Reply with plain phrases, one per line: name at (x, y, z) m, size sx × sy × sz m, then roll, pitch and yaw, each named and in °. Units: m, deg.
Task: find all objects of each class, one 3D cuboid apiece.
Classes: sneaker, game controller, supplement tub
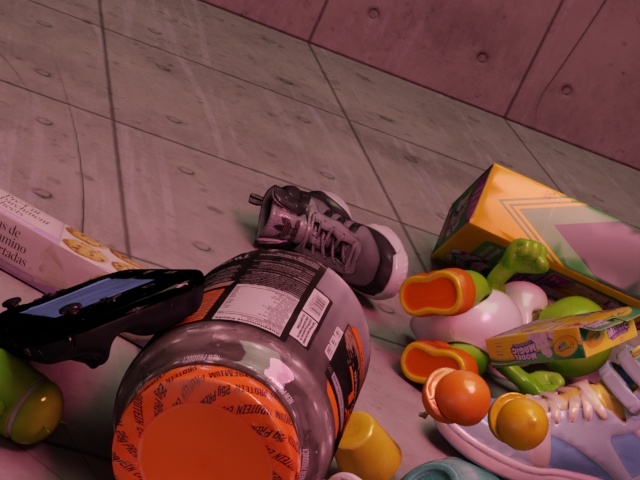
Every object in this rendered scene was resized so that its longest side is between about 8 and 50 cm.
sneaker at (0.306, 0.190, 1.844) m, size 0.319 × 0.208 × 0.127 m, roll 18°, pitch 22°, yaw -19°
game controller at (-0.220, 0.066, 1.490) m, size 0.166 × 0.067 × 0.319 m, roll -31°, pitch 11°, yaw -20°
sneaker at (0.000, 0.000, 2.152) m, size 0.153 × 0.101 × 0.268 m, roll 10°, pitch 18°, yaw -36°
supplement tub at (-0.073, 0.146, 1.486) m, size 0.207 × 0.207 × 0.338 m, roll 26°, pitch 19°, yaw 2°

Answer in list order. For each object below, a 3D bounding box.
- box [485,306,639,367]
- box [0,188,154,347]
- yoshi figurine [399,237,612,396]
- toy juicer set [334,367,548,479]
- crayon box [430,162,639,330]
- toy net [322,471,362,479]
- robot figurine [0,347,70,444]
box at (0.301, 0.117, 1.890) m, size 0.105 × 0.043 × 0.179 m, roll -16°, pitch 0°, yaw -40°
box at (-0.274, 0.034, 1.759) m, size 0.324 × 0.063 × 0.067 m, roll 28°, pitch 18°, yaw 10°
yoshi figurine at (0.267, 0.117, 2.059) m, size 0.362 × 0.203 × 0.203 m, roll 2°, pitch 45°, yaw -54°
toy juicer set at (0.152, 0.252, 1.535) m, size 0.089 × 0.209 × 0.329 m, roll 61°, pitch -4°, yaw -36°
crayon box at (0.344, 0.022, 2.278) m, size 0.313 × 0.106 × 0.363 m, roll 26°, pitch -9°, yaw -1°
toy net at (0.035, 0.251, 1.380) m, size 0.045 × 0.232 × 0.122 m, roll -19°, pitch 56°, yaw -3°
robot figurine at (-0.287, 0.144, 1.440) m, size 0.115 × 0.067 × 0.101 m, roll 30°, pitch 14°, yaw 14°
